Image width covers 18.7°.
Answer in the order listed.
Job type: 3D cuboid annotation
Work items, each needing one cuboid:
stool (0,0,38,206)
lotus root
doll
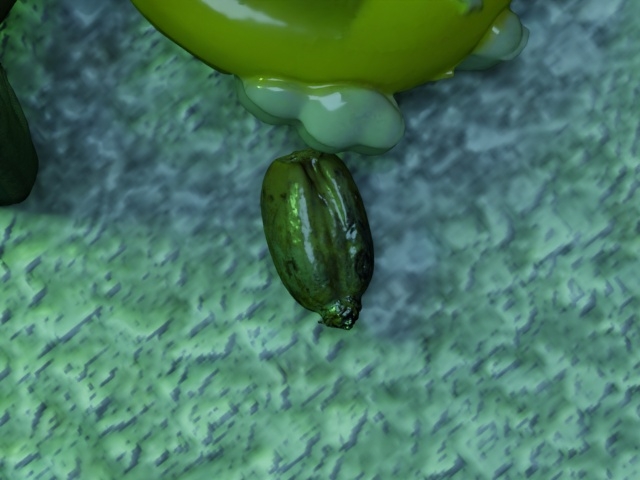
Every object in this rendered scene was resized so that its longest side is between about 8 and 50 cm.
[{"bbox_3d":[-0.269,-0.175,0.946,0.310,0.310,0.226,17,78,5],"label":"stool"},{"bbox_3d":[0.000,0.000,1.026,0.054,0.049,0.099,-14,87,-17],"label":"lotus root"},{"bbox_3d":[0.005,-0.176,1.007,0.252,0.111,0.237,43,73,-2],"label":"doll"}]
